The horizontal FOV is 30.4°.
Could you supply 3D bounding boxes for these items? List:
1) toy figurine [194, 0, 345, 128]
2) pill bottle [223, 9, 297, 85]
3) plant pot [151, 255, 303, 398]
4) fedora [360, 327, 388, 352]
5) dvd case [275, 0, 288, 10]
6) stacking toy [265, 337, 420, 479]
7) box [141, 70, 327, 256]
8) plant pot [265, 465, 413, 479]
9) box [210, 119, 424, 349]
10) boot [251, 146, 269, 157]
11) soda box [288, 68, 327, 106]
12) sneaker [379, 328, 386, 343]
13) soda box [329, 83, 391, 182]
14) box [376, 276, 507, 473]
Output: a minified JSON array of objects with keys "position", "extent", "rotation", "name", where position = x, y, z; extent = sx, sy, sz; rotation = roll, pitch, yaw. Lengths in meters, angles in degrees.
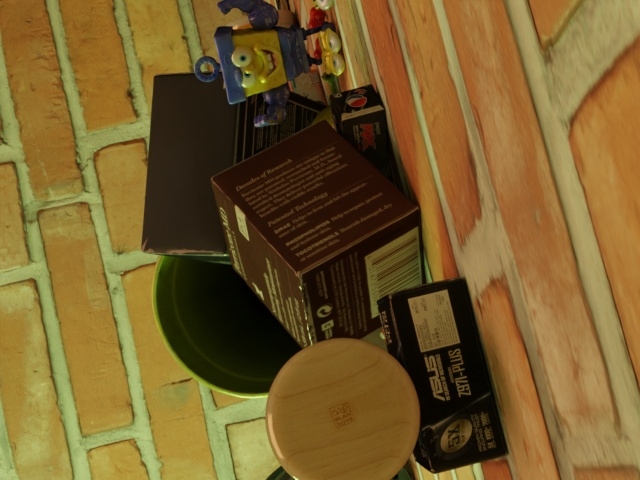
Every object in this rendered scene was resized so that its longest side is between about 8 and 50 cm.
[{"position":[-0.080,-0.258,1.787],"extent":[0.191,0.217,0.363],"rotation":[-110,9,-65],"name":"toy figurine"},{"position":[-0.096,-0.313,2.363],"extent":[0.152,0.152,0.272],"rotation":[-173,70,-86],"name":"pill bottle"},{"position":[-0.097,0.086,2.329],"extent":[0.353,0.366,0.367],"rotation":[-32,-69,-72],"name":"plant pot"},{"position":[0.059,0.104,1.646],"extent":[0.275,0.124,0.244],"rotation":[67,-171,-56],"name":"fedora"},{"position":[-0.099,-0.577,2.529],"extent":[0.164,0.018,0.221],"rotation":[154,103,-88],"name":"dvd case"},{"position":[0.035,0.184,1.199],"extent":[0.330,0.141,0.141],"rotation":[59,-163,-78],"name":"stacking toy"},{"position":[-0.140,-0.111,1.967],"extent":[0.294,0.182,0.297],"rotation":[12,-99,-62],"name":"box"},{"position":[0.036,0.535,2.211],"extent":[0.334,0.341,0.341],"rotation":[107,151,-68],"name":"plant pot"},{"position":[0.000,0.000,1.407],"extent":[0.203,0.167,0.169],"rotation":[46,157,39],"name":"box"},{"position":[-0.030,-0.083,1.859],"extent":[0.207,0.094,0.246],"rotation":[38,-170,-26],"name":"boot"},{"position":[-0.012,-0.218,2.141],"extent":[0.063,0.058,0.183],"rotation":[85,172,-64],"name":"soda box"},{"position":[0.115,0.121,1.485],"extent":[0.067,0.064,0.175],"rotation":[55,177,10],"name":"sneaker"},{"position":[0.052,-0.111,1.481],"extent":[0.169,0.060,0.053],"rotation":[80,171,-46],"name":"soda box"},{"position":[0.119,0.135,1.196],"extent":[0.147,0.077,0.180],"rotation":[110,147,-85],"name":"box"}]
